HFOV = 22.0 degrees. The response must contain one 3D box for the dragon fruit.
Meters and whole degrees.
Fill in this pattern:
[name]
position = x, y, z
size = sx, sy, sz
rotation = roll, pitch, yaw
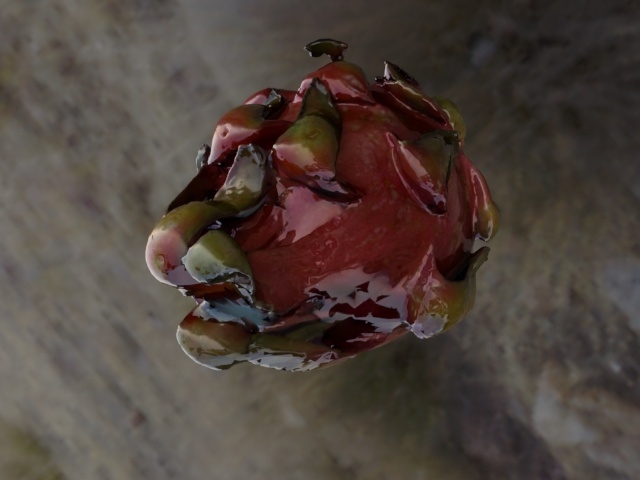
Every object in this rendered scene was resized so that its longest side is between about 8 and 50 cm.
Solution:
[dragon fruit]
position = -0.005, -0.011, 1.225
size = 0.227, 0.307, 0.243
rotation = -64, 34, 30
